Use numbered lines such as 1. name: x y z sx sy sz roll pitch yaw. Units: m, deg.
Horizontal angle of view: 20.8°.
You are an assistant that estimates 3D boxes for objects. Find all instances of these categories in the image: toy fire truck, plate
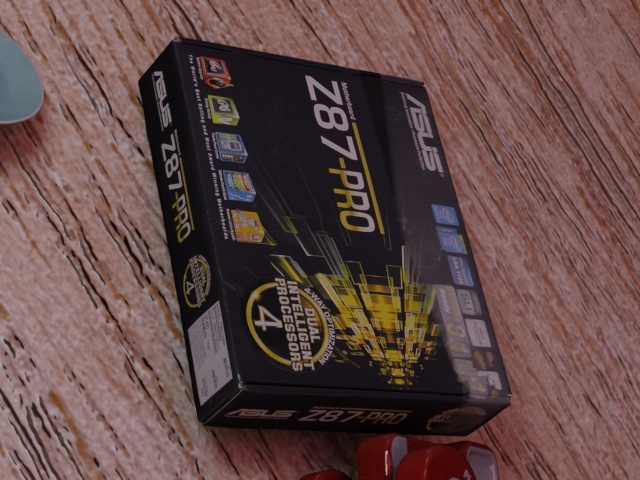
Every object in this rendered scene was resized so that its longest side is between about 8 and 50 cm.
1. toy fire truck: 0.113 0.335 1.691 0.254 0.169 0.302 18 60 -50
2. plate: -0.345 -0.166 1.620 0.188 0.024 0.188 28 28 -17

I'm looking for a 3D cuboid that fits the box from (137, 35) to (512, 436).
1. box: 0.000 0.000 1.746 0.318 0.097 0.395 8 55 -33
